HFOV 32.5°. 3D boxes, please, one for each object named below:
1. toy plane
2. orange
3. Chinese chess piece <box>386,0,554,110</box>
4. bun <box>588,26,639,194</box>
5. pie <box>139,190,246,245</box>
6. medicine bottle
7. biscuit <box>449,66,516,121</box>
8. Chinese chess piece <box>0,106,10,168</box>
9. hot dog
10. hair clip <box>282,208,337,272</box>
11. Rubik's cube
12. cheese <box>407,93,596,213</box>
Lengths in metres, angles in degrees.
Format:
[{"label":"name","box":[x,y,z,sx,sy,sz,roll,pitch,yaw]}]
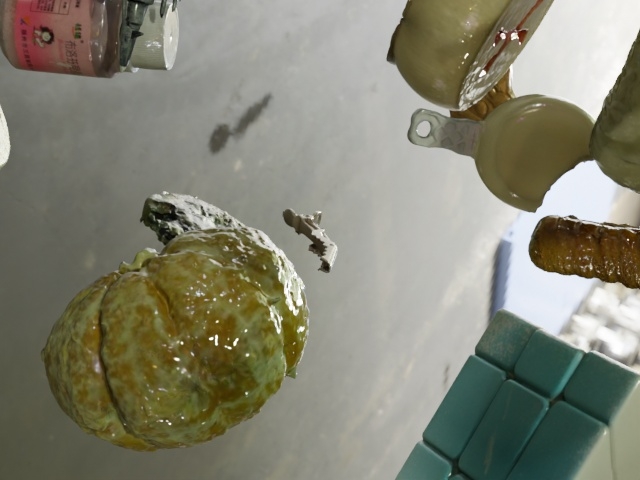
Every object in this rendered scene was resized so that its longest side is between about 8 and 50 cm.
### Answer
[{"label":"toy plane","box":[-0.249,-0.352,1.523,0.160,0.082,0.234,9,80,-40]},{"label":"orange","box":[-0.173,0.153,1.466,0.368,0.210,0.271,-28,119,-12]},{"label":"Chinese chess piece","box":[0.250,-0.363,1.696,0.338,0.140,0.338,-48,167,-15]},{"label":"bun","box":[0.479,-0.185,1.274,0.349,0.227,0.352,-52,160,-18]},{"label":"pie","box":[-0.165,0.035,2.053,0.078,0.371,0.296,-51,172,15]},{"label":"medicine bottle","box":[-0.341,-0.313,1.631,0.147,0.247,0.147,6,90,-85]},{"label":"biscuit","box":[0.293,-0.268,2.011,0.035,0.162,0.250,-30,143,-44]},{"label":"Chinese chess piece","box":[-0.477,-0.164,1.426,0.083,0.188,0.188,-22,152,8]},{"label":"hot dog","box":[0.385,0.021,1.272,0.068,0.289,0.083,11,88,-74]},{"label":"hair clip","box":[0.000,0.000,1.929,0.072,0.226,0.034,-1,115,-21]},{"label":"Rubik's cube","box":[0.361,0.333,1.567,0.319,0.316,0.322,33,88,-29]},{"label":"cheese","box":[0.252,-0.144,1.471,0.163,0.249,0.071,-57,-168,6]}]
